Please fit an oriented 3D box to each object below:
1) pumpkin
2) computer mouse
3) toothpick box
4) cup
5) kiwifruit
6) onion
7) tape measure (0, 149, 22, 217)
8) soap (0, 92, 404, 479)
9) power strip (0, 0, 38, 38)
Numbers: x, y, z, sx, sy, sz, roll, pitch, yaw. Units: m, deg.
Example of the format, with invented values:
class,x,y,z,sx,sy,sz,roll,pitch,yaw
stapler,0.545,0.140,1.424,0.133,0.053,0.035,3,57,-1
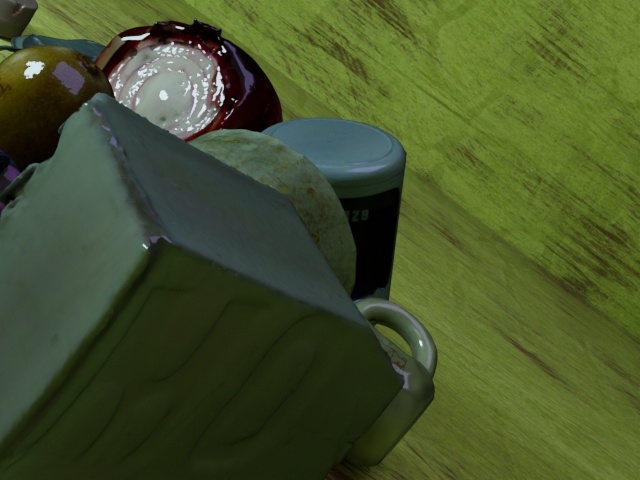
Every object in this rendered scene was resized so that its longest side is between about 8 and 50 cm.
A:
class,x,y,z,sx,sy,sz,roll,pitch,yaw
pumpkin,-0.144,0.035,1.470,0.332,0.332,0.199,41,29,11
computer mouse,-0.472,-0.310,2.108,0.167,0.090,0.379,41,21,30
toothpick box,0.000,0.000,1.830,0.263,0.355,0.263,3,26,-1
cup,0.059,0.199,1.671,0.202,0.173,0.255,40,20,11
kiwifruit,-0.387,-0.162,1.583,0.196,0.234,0.196,34,20,-14
onion,-0.224,-0.184,1.910,0.341,0.341,0.341,35,15,-11
tape measure,-0.462,-0.075,1.317,0.245,0.149,0.231,36,14,-11
soap,-0.143,0.109,1.158,0.435,0.350,0.213,25,19,-48
power strip,-0.623,-0.458,2.190,0.154,0.078,0.154,32,16,-11
